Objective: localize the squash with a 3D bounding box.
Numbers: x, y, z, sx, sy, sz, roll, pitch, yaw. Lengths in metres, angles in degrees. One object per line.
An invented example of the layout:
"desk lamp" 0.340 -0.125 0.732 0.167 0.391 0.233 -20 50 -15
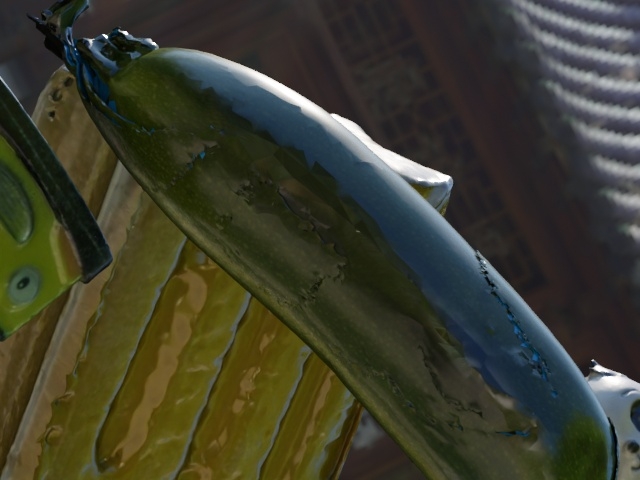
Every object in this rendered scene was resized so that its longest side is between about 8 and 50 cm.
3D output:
"squash" 0.001 0.001 0.739 0.331 0.087 0.087 42 -12 18

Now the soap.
"soap" -0.092 0.070 1.151 0.293 0.335 0.156 7 21 -44

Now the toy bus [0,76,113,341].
"toy bus" -0.221 -0.031 0.781 0.262 0.150 0.128 26 -29 51

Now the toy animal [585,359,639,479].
"toy animal" 0.324 0.262 1.908 0.165 0.187 0.235 14 -46 60
